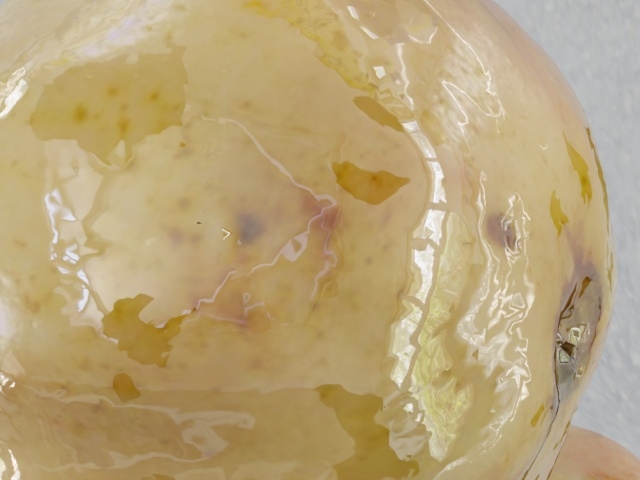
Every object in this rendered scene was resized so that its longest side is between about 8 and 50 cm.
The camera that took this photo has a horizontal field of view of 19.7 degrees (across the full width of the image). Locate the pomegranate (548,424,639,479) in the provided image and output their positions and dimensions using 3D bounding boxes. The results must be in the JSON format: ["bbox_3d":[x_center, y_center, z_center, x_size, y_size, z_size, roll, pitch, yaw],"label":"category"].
[{"bbox_3d":[0.205,0.287,1.575,0.270,0.229,0.252,18,104,-10],"label":"pomegranate"}]

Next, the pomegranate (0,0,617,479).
[{"bbox_3d":[-0.050,0.010,0.976,0.411,0.411,0.411,-2,82,12],"label":"pomegranate"}]
